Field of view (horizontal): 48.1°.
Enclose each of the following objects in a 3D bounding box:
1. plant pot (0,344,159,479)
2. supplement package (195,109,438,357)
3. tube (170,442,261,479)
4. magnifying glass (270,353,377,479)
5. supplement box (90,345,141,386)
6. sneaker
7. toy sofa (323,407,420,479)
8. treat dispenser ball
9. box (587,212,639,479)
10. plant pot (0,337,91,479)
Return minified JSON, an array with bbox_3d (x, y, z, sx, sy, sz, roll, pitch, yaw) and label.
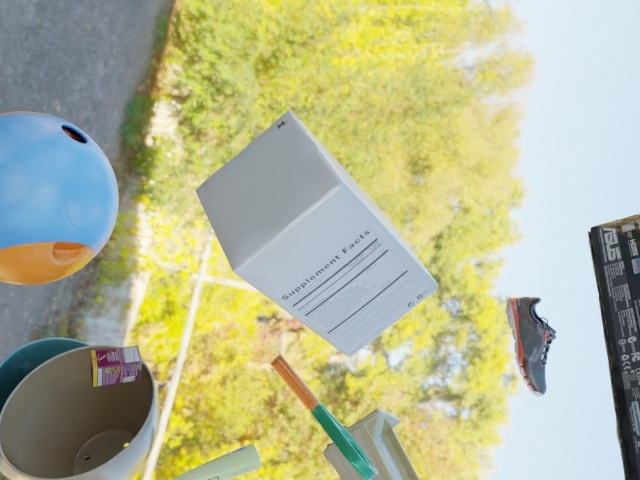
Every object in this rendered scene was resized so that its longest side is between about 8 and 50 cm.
[{"bbox_3d":[-0.424,0.367,1.343,0.284,0.283,0.191,-78,164,-46],"label":"plant pot"},{"bbox_3d":[0.000,0.000,0.994,0.175,0.293,0.178,-39,-134,8],"label":"supplement package"},{"bbox_3d":[-0.255,0.531,1.623,0.062,0.240,0.070,-144,-138,-62],"label":"tube"},{"bbox_3d":[0.007,0.264,1.066,0.026,0.231,0.092,-41,-175,-2],"label":"magnifying glass"},{"bbox_3d":[-0.364,0.223,1.274,0.043,0.083,0.055,-116,-148,-43],"label":"supplement box"},{"bbox_3d":[0.331,0.160,1.097,0.061,0.064,0.158,-6,81,-68],"label":"sneaker"},{"bbox_3d":[0.169,0.597,1.684,0.150,0.177,0.363,38,18,-54],"label":"toy sofa"},{"bbox_3d":[-0.486,-0.070,1.194,0.288,0.287,0.289,-167,-90,-89],"label":"treat dispenser ball"},{"bbox_3d":[0.456,0.088,0.724,0.097,0.318,0.395,55,30,-27],"label":"box"},{"bbox_3d":[-0.593,0.396,1.559,0.235,0.292,0.293,-48,-159,41],"label":"plant pot"}]
